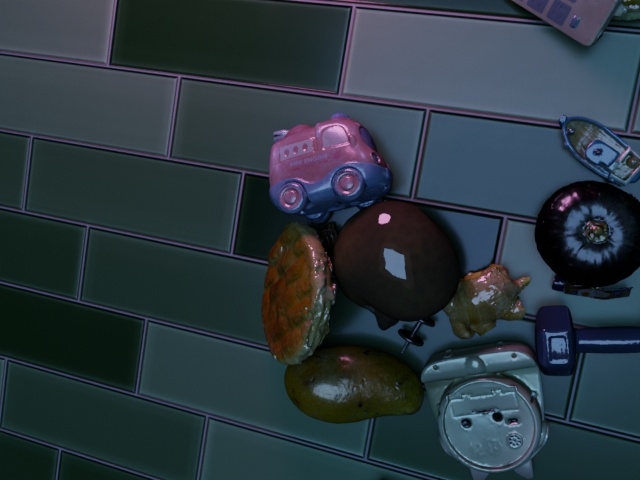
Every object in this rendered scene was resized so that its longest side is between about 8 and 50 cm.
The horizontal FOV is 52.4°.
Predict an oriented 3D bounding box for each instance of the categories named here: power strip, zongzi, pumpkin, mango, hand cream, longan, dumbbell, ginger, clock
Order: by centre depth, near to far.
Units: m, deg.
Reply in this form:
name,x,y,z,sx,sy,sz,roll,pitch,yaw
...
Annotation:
name,x,y,z,sx,sy,sz,roll,pitch,yaw
power strip,0.514,-0.524,1.388,0.270,0.046,0.118,44,134,23
pumpkin,0.577,-0.014,1.391,0.233,0.163,0.233,1,92,15
dumbbell,0.631,0.214,1.398,0.325,0.160,0.144,-3,124,16
hand cream,0.603,0.107,1.448,0.163,0.062,0.039,8,65,21
longan,0.170,0.057,1.475,0.300,0.243,0.300,8,102,40
ginger,0.382,0.134,1.488,0.216,0.102,0.157,-29,92,16
clock,0.390,0.405,1.499,0.265,0.108,0.324,-14,90,16
dumbbell,0.230,0.209,1.554,0.069,0.069,0.147,30,102,13
mango,0.076,0.338,1.555,0.329,0.175,0.176,-8,100,15
zongzi,0.000,0.000,1.624,0.083,0.073,0.067,-20,87,-25

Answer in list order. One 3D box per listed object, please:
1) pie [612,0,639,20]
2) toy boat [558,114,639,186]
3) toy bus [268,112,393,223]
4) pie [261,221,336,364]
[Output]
name,x,y,z,sx,sy,sz,roll,pitch,yaw
pie,0.660,-0.602,1.373,0.277,0.078,0.277,1,93,15
toy boat,0.604,-0.200,1.403,0.215,0.102,0.088,41,101,11
toy bus,0.015,-0.178,1.539,0.294,0.197,0.231,-13,79,18
pie,-0.059,0.130,1.540,0.083,0.339,0.339,6,97,-26
